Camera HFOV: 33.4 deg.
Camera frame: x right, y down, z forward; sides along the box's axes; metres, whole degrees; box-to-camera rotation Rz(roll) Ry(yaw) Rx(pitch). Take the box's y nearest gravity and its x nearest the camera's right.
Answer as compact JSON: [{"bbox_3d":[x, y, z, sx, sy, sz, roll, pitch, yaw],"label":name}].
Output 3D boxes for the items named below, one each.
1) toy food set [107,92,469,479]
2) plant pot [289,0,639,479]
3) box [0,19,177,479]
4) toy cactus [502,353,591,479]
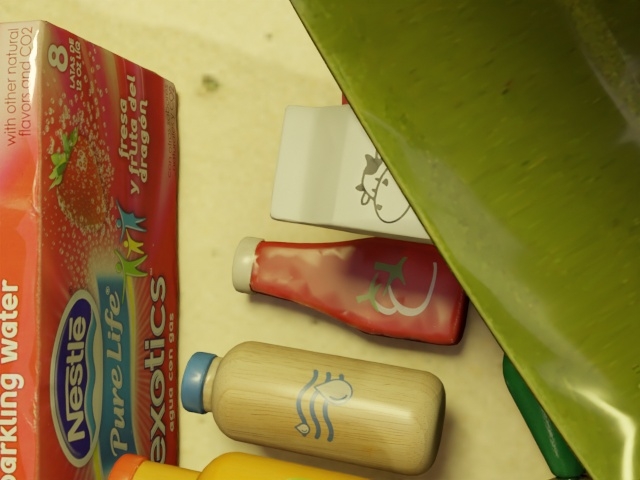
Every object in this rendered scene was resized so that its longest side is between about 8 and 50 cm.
[{"bbox_3d":[0.000,0.000,0.395,0.104,0.111,0.232,8,90,14],"label":"toy food set"},{"bbox_3d":[0.183,-0.097,0.146,0.353,0.366,0.366,-32,80,-1],"label":"plant pot"},{"bbox_3d":[-0.136,0.054,0.421,0.128,0.122,0.257,-1,87,15],"label":"box"},{"bbox_3d":[0.119,0.079,0.383,0.219,0.112,0.180,44,117,9],"label":"toy cactus"}]
